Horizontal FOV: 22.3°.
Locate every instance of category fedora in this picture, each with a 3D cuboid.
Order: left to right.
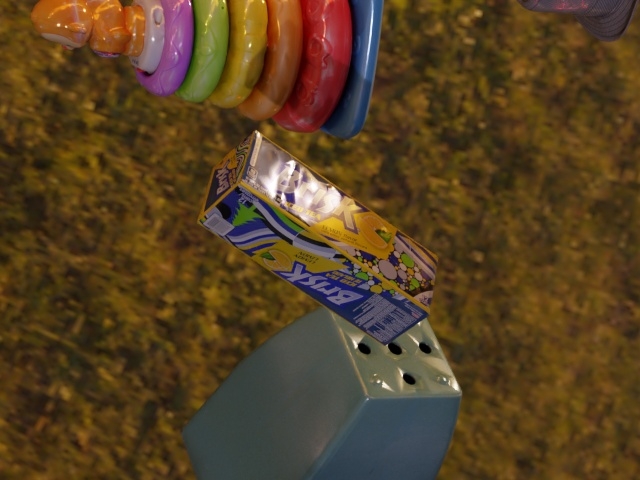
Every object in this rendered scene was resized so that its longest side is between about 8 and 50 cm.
[{"bbox_3d":[0.319,-0.389,2.126,0.124,0.244,0.275,-10,137,-20],"label":"fedora"}]

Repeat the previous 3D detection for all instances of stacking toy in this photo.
[{"bbox_3d":[-0.105,-0.179,1.415,0.301,0.175,0.166,0,109,-27],"label":"stacking toy"}]

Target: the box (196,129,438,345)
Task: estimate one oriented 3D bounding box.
[{"bbox_3d":[0.000,0.000,1.125,0.169,0.054,0.059,35,40,-20],"label":"box"}]

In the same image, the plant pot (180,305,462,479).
[{"bbox_3d":[0.013,0.166,1.465,0.165,0.166,0.234,2,137,-34],"label":"plant pot"}]
